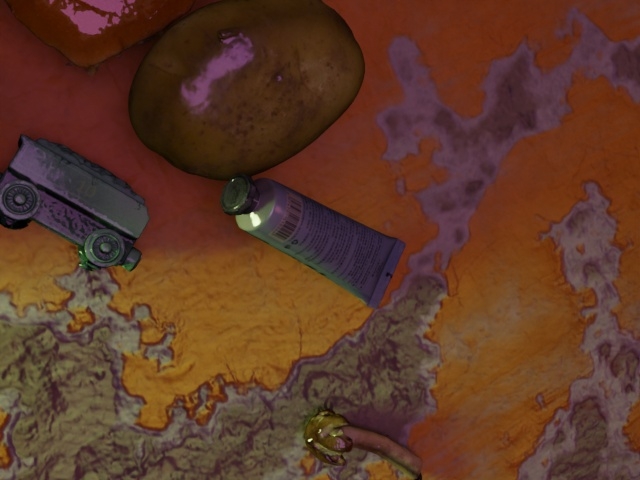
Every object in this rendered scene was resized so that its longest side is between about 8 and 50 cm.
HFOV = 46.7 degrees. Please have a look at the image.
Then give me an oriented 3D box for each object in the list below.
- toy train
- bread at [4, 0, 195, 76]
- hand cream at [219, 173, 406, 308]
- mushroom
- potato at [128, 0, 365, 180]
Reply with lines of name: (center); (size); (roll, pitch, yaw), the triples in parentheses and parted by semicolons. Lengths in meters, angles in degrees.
toy train: (-0.252, -0.036, 0.752); (0.172, 0.070, 0.100); (32, 74, -20)
bread: (-0.193, -0.283, 0.719); (0.245, 0.121, 0.174); (-39, 108, -10)
hand cream: (0.000, 0.000, 0.821); (0.271, 0.058, 0.091); (27, 84, -44)
mushroom: (0.063, 0.258, 0.900); (0.187, 0.061, 0.060); (26, 81, -24)
potato: (-0.075, -0.159, 0.754); (0.228, 0.197, 0.148); (-44, 64, 2)
